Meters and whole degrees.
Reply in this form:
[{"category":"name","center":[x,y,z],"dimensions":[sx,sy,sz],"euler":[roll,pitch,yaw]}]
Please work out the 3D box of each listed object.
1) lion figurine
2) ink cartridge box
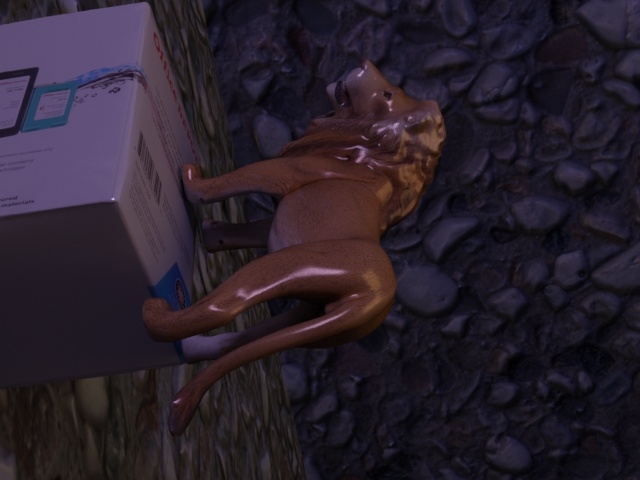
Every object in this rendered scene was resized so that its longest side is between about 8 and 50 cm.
[{"category":"lion figurine","center":[0.000,0.000,0.804],"dimensions":[0.392,0.240,0.142],"euler":[-91,171,-51]},{"category":"ink cartridge box","center":[-0.226,-0.043,0.840],"dimensions":[0.270,0.197,0.198],"euler":[-93,173,-45]}]
